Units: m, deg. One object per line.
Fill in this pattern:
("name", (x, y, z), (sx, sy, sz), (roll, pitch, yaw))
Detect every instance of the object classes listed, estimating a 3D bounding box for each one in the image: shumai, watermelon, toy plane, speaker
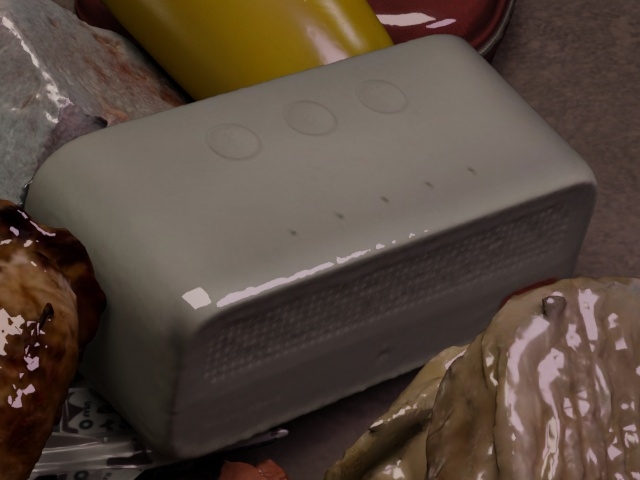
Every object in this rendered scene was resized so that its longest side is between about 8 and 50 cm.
("shumai", (0.134, 0.195, 1.200), (0.267, 0.314, 0.262), (-23, 0, -41))
("watermelon", (-0.220, -0.071, 1.443), (0.387, 0.258, 0.228), (-21, 40, -25))
("toy plane", (-0.144, 0.158, 1.344), (0.234, 0.082, 0.160), (5, 33, -9))
("speaker", (0.000, 0.000, 1.373), (0.406, 0.183, 0.184), (-19, 48, -32))

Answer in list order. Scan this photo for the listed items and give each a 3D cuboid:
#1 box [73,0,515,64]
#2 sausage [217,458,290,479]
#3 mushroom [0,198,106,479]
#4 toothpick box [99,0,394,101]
("box", (-0.022, -0.236, 1.705), (0.404, 0.108, 0.263), (5, 44, 12))
("sausage", (-0.078, 0.264, 1.220), (0.078, 0.078, 0.304), (10, 45, 16))
("mushroom", (-0.233, 0.196, 1.127), (0.356, 0.331, 0.334), (-29, 32, -13))
("toothpick box", (-0.064, -0.193, 1.517), (0.175, 0.175, 0.271), (-38, 85, -29))
